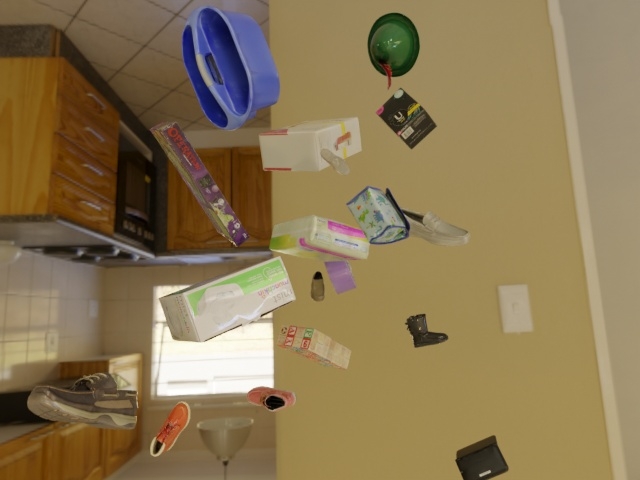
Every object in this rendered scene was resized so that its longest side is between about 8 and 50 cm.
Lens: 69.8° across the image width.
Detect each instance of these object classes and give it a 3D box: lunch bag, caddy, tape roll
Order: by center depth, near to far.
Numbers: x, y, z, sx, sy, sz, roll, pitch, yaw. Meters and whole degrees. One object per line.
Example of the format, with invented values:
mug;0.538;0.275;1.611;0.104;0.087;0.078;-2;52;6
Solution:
lunch bag;0.160;-0.061;1.162;0.096;0.129;0.151;-38;157;27
caddy;-0.272;-0.491;1.318;0.241;0.341;0.179;-17;-173;44
tape roll;0.073;0.107;1.773;0.080;0.189;0.189;-20;169;5

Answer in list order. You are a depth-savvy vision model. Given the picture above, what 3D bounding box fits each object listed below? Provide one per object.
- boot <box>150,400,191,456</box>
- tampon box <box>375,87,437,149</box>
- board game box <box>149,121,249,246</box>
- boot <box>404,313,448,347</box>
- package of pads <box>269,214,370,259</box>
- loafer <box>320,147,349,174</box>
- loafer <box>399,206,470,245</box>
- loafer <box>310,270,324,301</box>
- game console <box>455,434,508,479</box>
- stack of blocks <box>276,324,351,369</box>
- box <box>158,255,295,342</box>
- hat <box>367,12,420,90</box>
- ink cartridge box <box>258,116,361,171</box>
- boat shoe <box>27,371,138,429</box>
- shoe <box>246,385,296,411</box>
boot;-0.424;0.533;1.295;0.059;0.158;0.084;26;178;11
tampon box;0.293;-0.418;1.572;0.120;0.161;0.101;-43;141;14
board game box;-0.323;-0.153;1.225;0.056;0.347;0.208;-39;-152;-19
boot;0.336;0.281;1.456;0.121;0.099;0.045;-15;-178;12
package of pads;0.000;0.000;1.491;0.229;0.101;0.296;15;169;-30
loafer;0.051;-0.274;1.606;0.125;0.045;0.039;41;173;0
loafer;0.430;-0.059;1.808;0.319;0.111;0.112;15;-148;27
loafer;-0.013;0.175;1.772;0.056;0.148;0.050;-4;127;-4
game console;0.434;0.593;1.237;0.122;0.107;0.071;-31;137;13
stack of blocks;-0.023;0.452;1.929;0.171;0.087;0.297;-2;151;38
box;-0.237;0.151;1.151;0.262;0.127;0.231;-20;-178;-32
hat;0.157;-0.523;1.255;0.208;0.173;0.183;22;-143;39
ink cartridge box;-0.034;-0.416;1.958;0.279;0.160;0.384;5;-157;31
boat shoe;-0.621;0.421;1.227;0.132;0.130;0.355;-4;151;13
shoe;-0.172;0.508;1.475;0.178;0.063;0.081;-3;171;21
